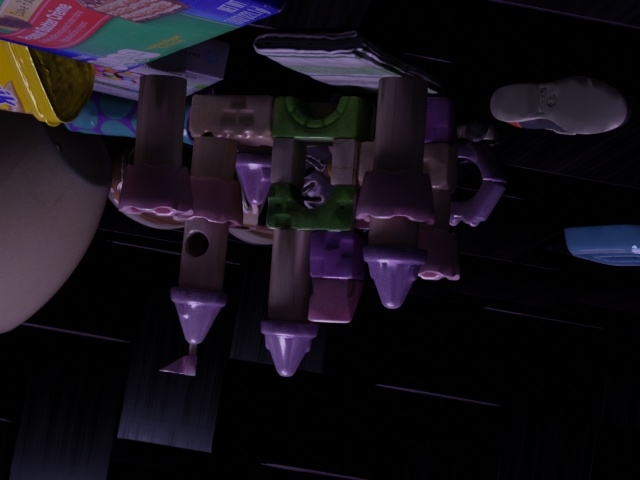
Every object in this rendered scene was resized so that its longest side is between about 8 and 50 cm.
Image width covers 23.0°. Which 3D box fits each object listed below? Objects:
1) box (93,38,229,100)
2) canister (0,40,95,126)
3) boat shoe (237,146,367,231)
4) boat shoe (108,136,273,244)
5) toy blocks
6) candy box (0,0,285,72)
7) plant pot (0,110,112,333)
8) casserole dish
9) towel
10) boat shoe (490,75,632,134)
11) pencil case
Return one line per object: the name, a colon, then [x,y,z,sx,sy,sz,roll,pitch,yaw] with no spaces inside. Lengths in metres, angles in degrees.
box: [-0.181,-0.167,1.450,0.145,0.038,0.186,12,172,-22]
canister: [-0.289,-0.166,1.322,0.170,0.073,0.126,10,141,22]
boat shoe: [-0.008,-0.072,1.740,0.102,0.092,0.285,5,172,31]
boat shoe: [-0.115,-0.069,1.881,0.116,0.123,0.324,-7,170,42]
toy blocks: [0.000,0.000,1.442,0.288,0.260,0.309,2,177,18]
candy box: [-0.202,-0.200,0.876,0.317,0.122,0.268,14,172,-24]
plant pot: [-0.340,-0.067,1.713,0.191,0.284,0.284,-30,158,18]
casserole dish: [0.400,0.008,2.067,0.114,0.037,0.188,13,171,-30]
towel: [0.028,-0.153,1.365,0.113,0.023,0.152,7,175,34]
boat shoe: [0.208,-0.111,1.326,0.137,0.049,0.043,6,176,45]
pencil case: [-0.185,-0.134,1.608,0.151,0.064,0.070,8,-178,18]
